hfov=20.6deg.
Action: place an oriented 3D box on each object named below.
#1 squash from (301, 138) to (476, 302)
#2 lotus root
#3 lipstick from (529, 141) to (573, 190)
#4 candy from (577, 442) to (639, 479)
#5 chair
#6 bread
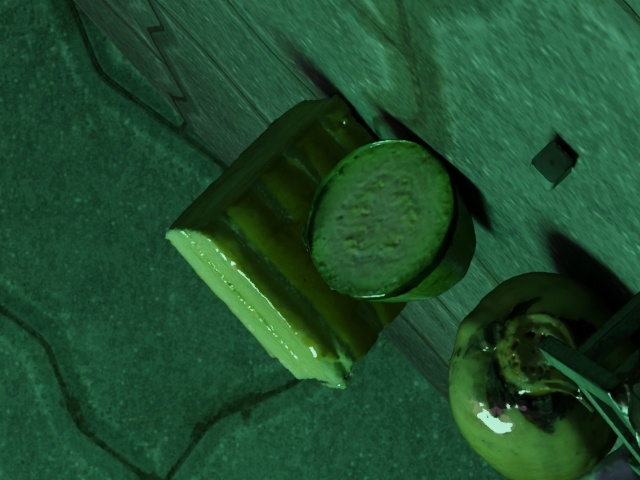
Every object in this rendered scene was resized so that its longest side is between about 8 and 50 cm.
[{"bbox_3d":[0.078,-0.010,1.771,0.170,0.170,0.123,44,-174,29],"label":"squash"},{"bbox_3d":[0.212,0.141,1.635,0.183,0.183,0.310,45,174,26],"label":"lotus root"},{"bbox_3d":[0.177,-0.053,1.363,0.025,0.025,0.107,47,179,8],"label":"lipstick"},{"bbox_3d":[0.325,0.248,1.646,0.116,0.155,0.265,42,173,24],"label":"candy"},{"bbox_3d":[0.271,0.102,1.125,0.136,0.147,0.270,50,175,-20],"label":"chair"},{"bbox_3d":[0.000,0.000,1.936,0.246,0.239,0.111,51,157,-17],"label":"bread"}]
